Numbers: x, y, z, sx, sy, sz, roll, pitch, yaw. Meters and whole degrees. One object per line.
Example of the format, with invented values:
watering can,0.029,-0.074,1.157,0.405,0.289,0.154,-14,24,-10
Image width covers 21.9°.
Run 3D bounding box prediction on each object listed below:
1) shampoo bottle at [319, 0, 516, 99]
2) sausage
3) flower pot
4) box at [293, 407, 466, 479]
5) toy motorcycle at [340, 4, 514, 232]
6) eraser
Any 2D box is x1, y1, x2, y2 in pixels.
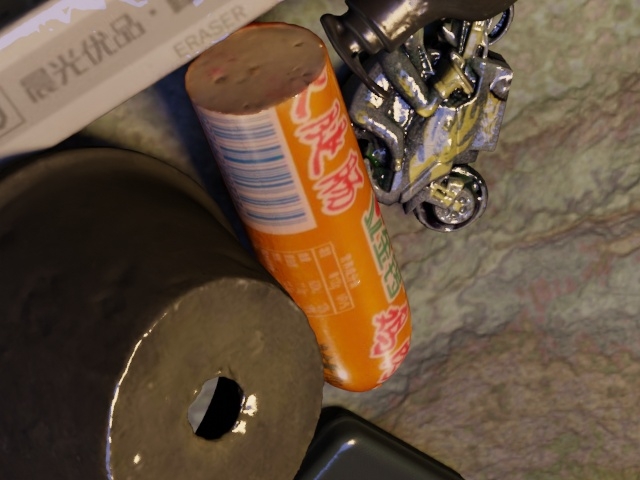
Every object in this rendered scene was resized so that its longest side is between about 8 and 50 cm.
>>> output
shampoo bottle,0.114,-0.209,1.013,0.284,0.101,0.101,-42,124,-2
sausage,0.000,0.000,1.107,0.093,0.093,0.312,-24,133,-4
flower pot,-0.106,0.082,0.999,0.269,0.166,0.269,-8,103,-39
box,-0.001,0.247,1.292,0.160,0.050,0.230,32,105,-32
toy motorcycle,0.063,-0.091,1.111,0.124,0.061,0.193,-1,119,-11
eraser,-0.141,-0.130,1.017,0.352,0.061,0.089,-33,125,1
